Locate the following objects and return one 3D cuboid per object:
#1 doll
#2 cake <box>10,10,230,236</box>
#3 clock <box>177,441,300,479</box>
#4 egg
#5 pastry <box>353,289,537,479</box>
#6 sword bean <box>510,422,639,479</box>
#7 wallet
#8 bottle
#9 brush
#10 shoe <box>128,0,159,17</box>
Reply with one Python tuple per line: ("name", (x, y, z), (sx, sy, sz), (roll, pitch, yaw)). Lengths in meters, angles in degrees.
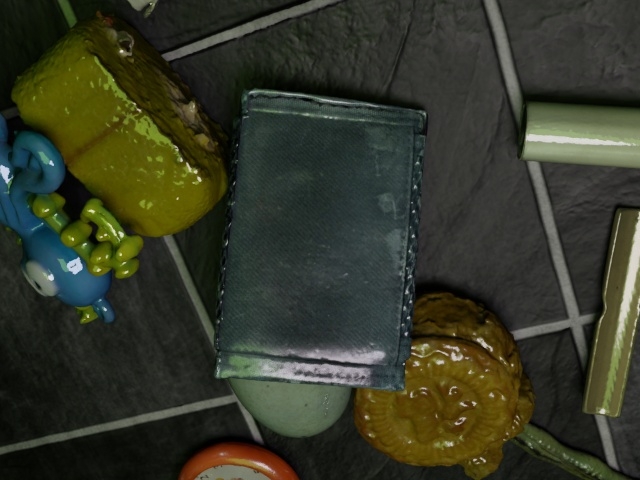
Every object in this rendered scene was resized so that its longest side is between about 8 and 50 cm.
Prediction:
("doll", (-0.359, -0.026, 0.939), (0.341, 0.099, 0.346), (52, 150, -17))
("cake", (-0.220, -0.137, 0.920), (0.156, 0.179, 0.261), (-33, 107, 21))
("clock", (-0.125, 0.400, 1.198), (0.205, 0.051, 0.205), (3, 114, 7))
("egg", (-0.045, 0.152, 1.016), (0.169, 0.169, 0.237), (-17, 106, 16))
("pastry", (0.163, 0.186, 1.029), (0.235, 0.132, 0.240), (19, 122, -8))
("sword bean", (0.387, 0.323, 1.090), (0.269, 0.038, 0.043), (26, 139, -2))
("wallet", (0.000, 0.000, 0.918), (0.237, 0.075, 0.343), (5, 85, -10))
("bottle", (0.336, -0.121, 0.890), (0.201, 0.072, 0.072), (5, 113, 7))
("brush", (0.384, 0.094, 0.991), (0.054, 0.048, 0.283), (5, 106, 4))
("shoe", (-0.258, -0.407, 0.835), (0.342, 0.132, 0.210), (42, 110, -13))
